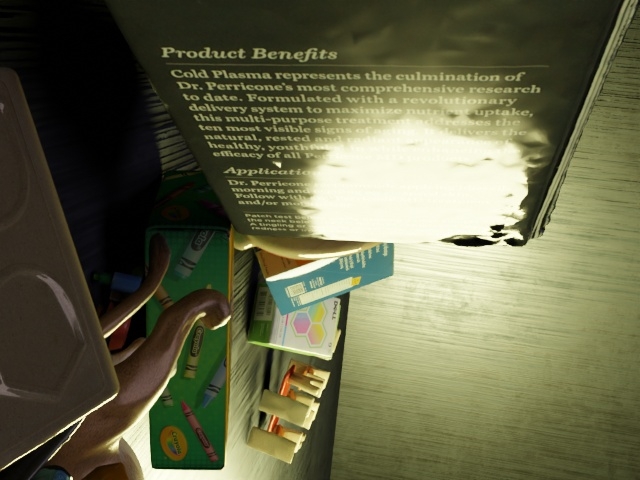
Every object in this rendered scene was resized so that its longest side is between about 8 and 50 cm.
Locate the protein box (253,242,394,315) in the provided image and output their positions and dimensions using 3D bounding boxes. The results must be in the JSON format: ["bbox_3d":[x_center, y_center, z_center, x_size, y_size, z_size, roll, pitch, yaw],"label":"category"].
[{"bbox_3d":[0.000,0.000,1.271,0.199,0.201,0.135,77,-8,-68],"label":"protein box"}]

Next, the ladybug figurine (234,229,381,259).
[{"bbox_3d":[0.033,-0.137,1.114,0.449,0.305,0.162,-41,172,-22],"label":"ladybug figurine"}]

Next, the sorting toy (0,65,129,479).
[{"bbox_3d":[-0.184,0.062,0.412,0.229,0.041,0.307,-33,107,-71],"label":"sorting toy"}]

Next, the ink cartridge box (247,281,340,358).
[{"bbox_3d":[-0.026,0.148,1.451,0.209,0.062,0.108,19,74,-41],"label":"ink cartridge box"}]

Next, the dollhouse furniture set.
[{"bbox_3d":[-0.064,0.278,1.615,0.262,0.135,0.259,-31,139,-79],"label":"dollhouse furniture set"}]

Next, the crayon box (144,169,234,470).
[{"bbox_3d":[-0.135,0.082,0.859,0.165,0.081,0.278,-100,-167,-66],"label":"crayon box"}]

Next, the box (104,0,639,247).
[{"bbox_3d":[0.050,-0.296,0.603,0.471,0.298,0.479,77,16,-69],"label":"box"}]

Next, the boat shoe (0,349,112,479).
[{"bbox_3d":[-0.217,0.132,0.422,0.335,0.096,0.112,-66,162,-63],"label":"boat shoe"}]

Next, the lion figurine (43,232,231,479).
[{"bbox_3d":[-0.182,0.207,0.653,0.240,0.142,0.391,-19,105,-47],"label":"lion figurine"}]

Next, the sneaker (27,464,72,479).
[{"bbox_3d":[-0.203,0.209,0.536,0.162,0.063,0.073,-46,-156,26],"label":"sneaker"}]

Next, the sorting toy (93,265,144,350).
[{"bbox_3d":[-0.192,0.054,0.746,0.102,0.042,0.061,-91,-162,-57],"label":"sorting toy"}]
